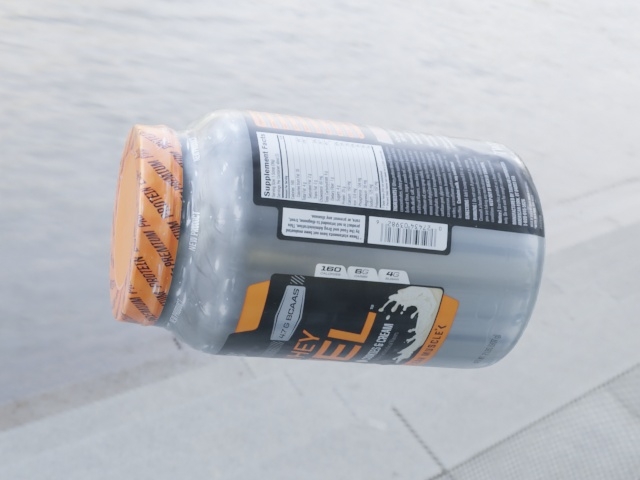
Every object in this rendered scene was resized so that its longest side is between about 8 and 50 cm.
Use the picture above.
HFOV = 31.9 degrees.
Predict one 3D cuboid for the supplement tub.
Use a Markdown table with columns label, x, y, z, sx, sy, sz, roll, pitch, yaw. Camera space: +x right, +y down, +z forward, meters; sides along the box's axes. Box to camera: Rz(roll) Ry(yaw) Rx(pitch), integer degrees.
| label | x | y | z | sx | sy | sz | roll | pitch | yaw |
| --- | --- | --- | --- | --- | --- | --- | --- | --- | --- |
| supplement tub | 0.000 | 0.000 | 0.893 | 0.316 | 0.194 | 0.193 | 5 | 25 | -17 |
